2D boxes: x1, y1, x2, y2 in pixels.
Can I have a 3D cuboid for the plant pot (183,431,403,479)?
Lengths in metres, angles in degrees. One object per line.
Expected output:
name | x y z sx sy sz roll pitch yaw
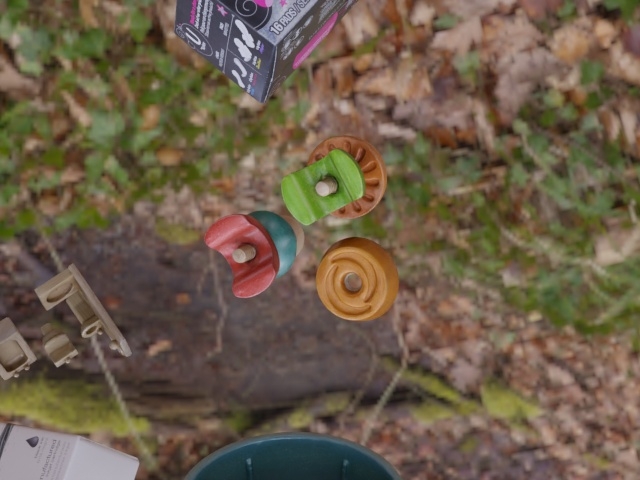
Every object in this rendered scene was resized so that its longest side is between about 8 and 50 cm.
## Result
plant pot | -0.038 0.524 2.051 0.341 0.341 0.334 -3 117 -4

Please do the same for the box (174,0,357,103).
box | -0.035 -0.309 1.525 0.142 0.247 0.163 38 161 5

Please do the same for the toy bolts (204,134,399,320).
toy bolts | 0.000 0.000 1.670 0.228 0.218 0.158 -24 -179 24

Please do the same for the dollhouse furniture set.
dollhouse furniture set | -0.330 0.142 1.713 0.151 0.123 0.144 -34 160 -12

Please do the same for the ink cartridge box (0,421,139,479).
ink cartridge box | -0.341 0.308 1.579 0.237 0.172 0.100 0 157 45
